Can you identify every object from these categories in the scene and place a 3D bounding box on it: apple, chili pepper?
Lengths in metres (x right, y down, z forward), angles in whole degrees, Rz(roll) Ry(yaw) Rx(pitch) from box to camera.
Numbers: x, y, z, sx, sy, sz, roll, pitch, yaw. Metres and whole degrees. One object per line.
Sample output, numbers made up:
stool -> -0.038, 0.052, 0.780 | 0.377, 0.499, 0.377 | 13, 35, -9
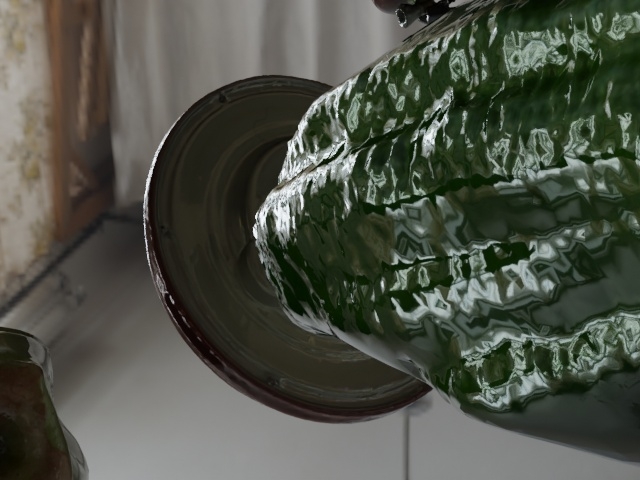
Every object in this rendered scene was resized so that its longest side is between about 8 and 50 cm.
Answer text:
apple -> -0.259, 0.150, 0.959 | 0.173, 0.207, 0.188 | -34, -178, -6
chili pepper -> 0.116, 0.001, 0.486 | 0.213, 0.168, 0.385 | 27, 164, -25

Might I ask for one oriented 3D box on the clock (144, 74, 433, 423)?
clock -> 0.000, 0.000, 1.116 | 0.318, 0.080, 0.319 | 15, -120, -27

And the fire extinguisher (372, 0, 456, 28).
fire extinguisher -> 0.064, -0.312, 1.312 | 0.104, 0.105, 0.269 | -19, -116, -27
